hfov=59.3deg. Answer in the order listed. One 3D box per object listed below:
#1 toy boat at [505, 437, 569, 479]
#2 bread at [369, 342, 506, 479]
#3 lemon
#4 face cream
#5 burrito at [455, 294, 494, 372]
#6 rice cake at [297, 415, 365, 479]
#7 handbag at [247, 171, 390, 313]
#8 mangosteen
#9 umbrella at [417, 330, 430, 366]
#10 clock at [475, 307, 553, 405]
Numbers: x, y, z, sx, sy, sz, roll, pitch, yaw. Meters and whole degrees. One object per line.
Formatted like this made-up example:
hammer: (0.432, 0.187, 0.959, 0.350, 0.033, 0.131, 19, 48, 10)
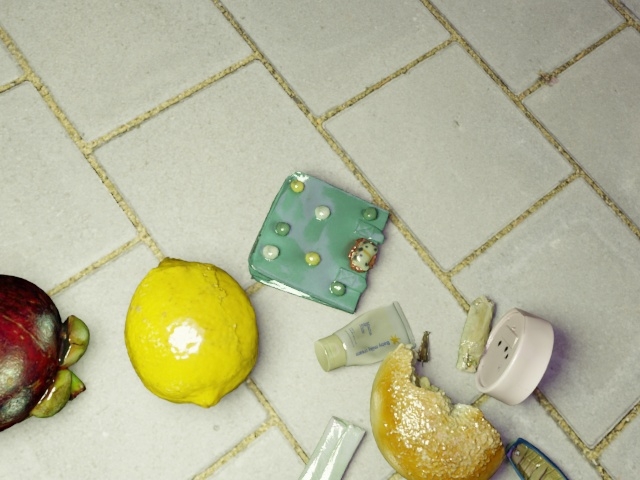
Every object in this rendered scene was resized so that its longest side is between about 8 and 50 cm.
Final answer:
toy boat: (0.482, 0.517, 1.182, 0.229, 0.046, 0.080, 44, 70, 7)
bread: (0.208, 0.377, 1.126, 0.192, 0.171, 0.314, -36, 79, -21)
lemon: (-0.250, 0.173, 1.093, 0.253, 0.253, 0.311, -19, 69, -14)
face cream: (0.100, 0.214, 1.229, 0.223, 0.070, 0.114, -16, 74, -22)
burrito: (0.351, 0.209, 1.269, 0.058, 0.045, 0.188, 24, 68, -7)
rice cake: (0.007, 0.465, 1.136, 0.080, 0.042, 0.222, 28, 71, 7)
handbag: (-0.001, -0.002, 1.262, 0.274, 0.100, 0.269, 23, 69, 1)
mangosteen: (-0.590, 0.219, 1.013, 0.300, 0.300, 0.301, 2, 71, -7)
umbrella: (0.231, 0.242, 1.256, 0.031, 0.020, 0.083, -3, 66, 33)
clock: (0.405, 0.243, 1.184, 0.068, 0.197, 0.197, 27, 70, 0)
